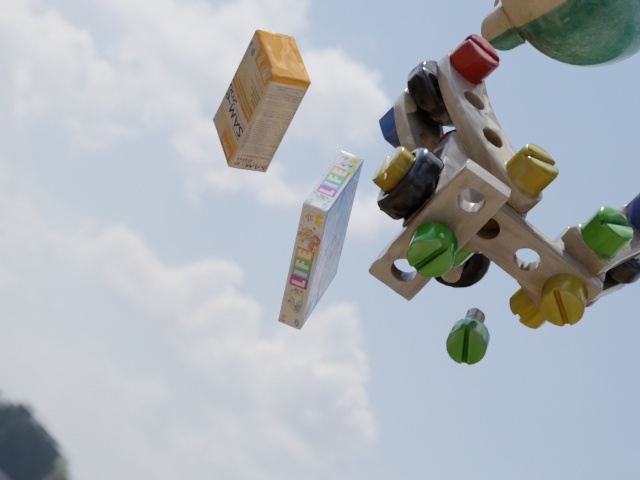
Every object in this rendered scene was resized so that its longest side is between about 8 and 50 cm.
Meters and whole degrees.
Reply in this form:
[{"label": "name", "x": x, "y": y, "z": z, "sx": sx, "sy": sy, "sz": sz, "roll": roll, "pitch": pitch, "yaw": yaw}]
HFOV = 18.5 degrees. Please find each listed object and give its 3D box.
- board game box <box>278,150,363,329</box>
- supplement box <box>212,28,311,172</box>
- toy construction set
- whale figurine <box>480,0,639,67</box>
[{"label": "board game box", "x": 0.000, "y": 0.000, "z": 1.962, "sx": 0.026, "sy": 0.103, "sz": 0.154, "roll": 21, "pitch": -51, "yaw": 10}, {"label": "supplement box", "x": -0.048, "y": -0.112, "z": 1.582, "sx": 0.036, "sy": 0.098, "sz": 0.062, "roll": 8, "pitch": 40, "yaw": -26}, {"label": "toy construction set", "x": 0.178, "y": -0.024, "z": 1.492, "sx": 0.257, "sy": 0.309, "sz": 0.237, "roll": 64, "pitch": 24, "yaw": -17}, {"label": "whale figurine", "x": 0.257, "y": -0.241, "z": 1.925, "sx": 0.141, "sy": 0.216, "sz": 0.272, "roll": 52, "pitch": -8, "yaw": -7}]
